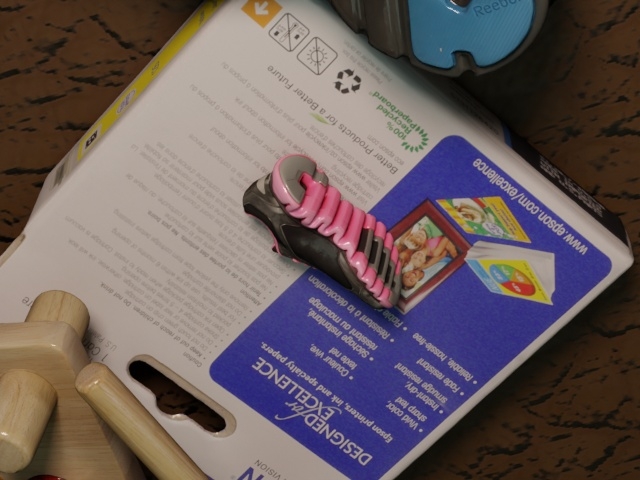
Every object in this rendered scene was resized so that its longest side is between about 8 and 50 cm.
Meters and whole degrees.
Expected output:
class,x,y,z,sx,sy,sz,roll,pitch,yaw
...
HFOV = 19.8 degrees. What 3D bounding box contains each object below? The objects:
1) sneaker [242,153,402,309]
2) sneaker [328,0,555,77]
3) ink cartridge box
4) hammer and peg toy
class,x,y,z,sx,sy,sz,roll,pitch,yaw
sneaker,0.000,0.000,1.103,0.057,0.047,0.119,-26,117,37
sneaker,-0.019,-0.208,1.024,0.341,0.139,0.125,31,125,4
ink cartridge box,-0.017,0.013,1.165,0.304,0.072,0.307,38,114,-20
hammer and peg toy,-0.180,0.144,1.136,0.361,0.127,0.266,-5,129,19
